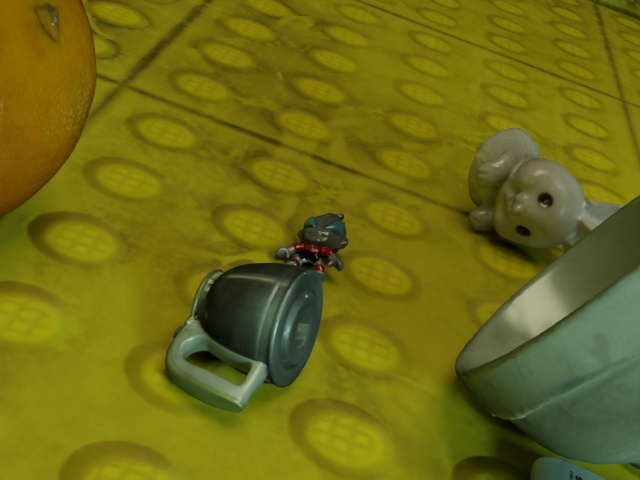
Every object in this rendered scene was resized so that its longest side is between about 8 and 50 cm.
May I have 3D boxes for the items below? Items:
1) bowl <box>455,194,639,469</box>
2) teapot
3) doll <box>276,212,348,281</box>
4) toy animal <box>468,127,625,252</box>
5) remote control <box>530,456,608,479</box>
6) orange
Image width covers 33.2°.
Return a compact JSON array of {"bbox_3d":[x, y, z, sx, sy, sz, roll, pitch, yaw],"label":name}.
[{"bbox_3d":[0.264,0.063,0.833,0.163,0.307,0.307,54,33,2],"label":"bowl"},{"bbox_3d":[-0.059,0.061,0.806,0.091,0.092,0.124,13,18,21],"label":"teapot"},{"bbox_3d":[0.000,-0.001,1.006,0.057,0.039,0.114,-14,25,27],"label":"doll"},{"bbox_3d":[0.251,-0.022,1.139,0.131,0.103,0.221,-5,37,-42],"label":"toy animal"},{"bbox_3d":[0.230,0.213,0.792,0.162,0.029,0.061,26,30,0],"label":"remote control"},{"bbox_3d":[-0.296,-0.139,0.814,0.261,0.261,0.261,16,28,-9],"label":"orange"}]
